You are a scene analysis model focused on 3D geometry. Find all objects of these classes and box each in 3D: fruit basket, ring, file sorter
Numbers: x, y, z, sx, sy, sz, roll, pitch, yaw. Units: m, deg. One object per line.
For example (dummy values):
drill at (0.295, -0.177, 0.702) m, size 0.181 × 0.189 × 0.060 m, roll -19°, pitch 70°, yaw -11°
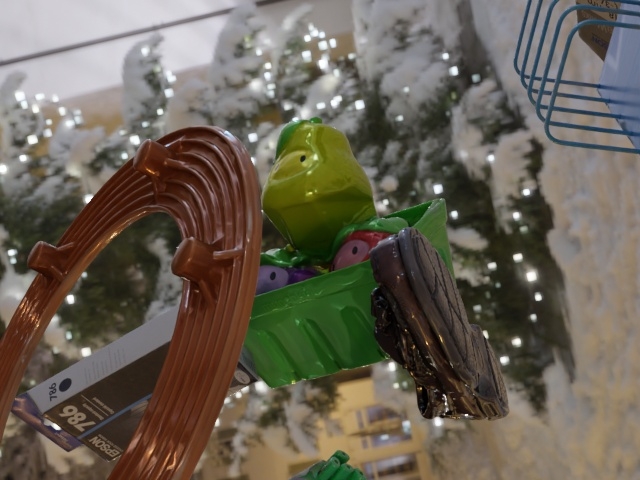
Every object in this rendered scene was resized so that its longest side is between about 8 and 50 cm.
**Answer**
fruit basket at (0.000, 0.000, 1.446) m, size 0.283 × 0.392 × 0.392 m, roll -38°, pitch -60°, yaw -54°
ring at (-0.149, 0.075, 0.555) m, size 0.032 × 0.336 × 0.336 m, roll 29°, pitch -148°, yaw -30°
file sorter at (0.244, -0.164, 0.844) m, size 0.170 × 0.105 × 0.118 m, roll -88°, pitch 6°, yaw -60°

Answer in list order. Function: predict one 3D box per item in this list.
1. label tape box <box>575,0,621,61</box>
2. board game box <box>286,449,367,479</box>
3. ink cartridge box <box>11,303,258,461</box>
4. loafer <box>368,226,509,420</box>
label tape box at (0.429, -0.334, 1.151) m, size 0.106 × 0.241 × 0.333 m, roll 44°, pitch 169°, yaw 36°
board game box at (0.078, 0.472, 1.290) m, size 0.390 × 0.050 × 0.390 m, roll 45°, pitch -165°, yaw 16°
ink cartridge box at (-0.271, 0.218, 1.354) m, size 0.165 × 0.333 × 0.065 m, roll 52°, pitch -167°, yaw -44°
loafer at (0.094, 0.098, 0.859) m, size 0.302 × 0.095 × 0.109 m, roll 52°, pitch -156°, yaw -51°
